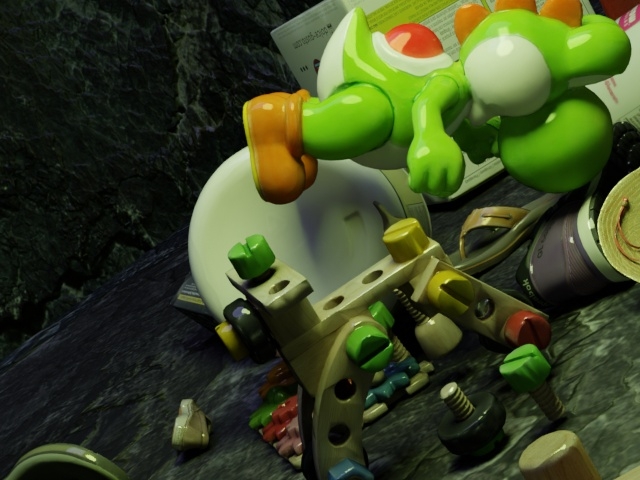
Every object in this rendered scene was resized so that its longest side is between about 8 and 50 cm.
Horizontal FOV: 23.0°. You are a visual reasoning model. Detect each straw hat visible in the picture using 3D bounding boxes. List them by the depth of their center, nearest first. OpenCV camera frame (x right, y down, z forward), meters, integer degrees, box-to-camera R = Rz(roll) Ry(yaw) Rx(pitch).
[{"bbox_3d":[0.320,-0.005,1.388,0.144,0.144,0.061,-31,-33,0],"label":"straw hat"}]

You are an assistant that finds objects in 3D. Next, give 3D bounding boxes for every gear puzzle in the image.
[{"bbox_3d":[0.000,0.149,1.661,0.175,0.044,0.339,-33,10,-9],"label":"gear puzzle"}]

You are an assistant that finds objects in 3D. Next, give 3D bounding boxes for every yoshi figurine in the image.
[{"bbox_3d":[0.123,-0.099,1.485,0.362,0.203,0.204,-14,55,8],"label":"yoshi figurine"}]

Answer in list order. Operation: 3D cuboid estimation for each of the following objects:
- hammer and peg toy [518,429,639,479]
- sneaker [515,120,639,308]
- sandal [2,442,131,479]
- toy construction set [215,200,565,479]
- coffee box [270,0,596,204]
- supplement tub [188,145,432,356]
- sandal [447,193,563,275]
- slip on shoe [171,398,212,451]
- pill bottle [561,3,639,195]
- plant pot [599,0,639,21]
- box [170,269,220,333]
[{"bbox_3d":[0.185,0.166,0.755,0.361,0.127,0.266,-31,11,4],"label":"hammer and peg toy"},{"bbox_3d":[0.265,-0.027,1.578,0.124,0.107,0.283,-32,8,33],"label":"sneaker"},{"bbox_3d":[-0.326,0.312,1.725,0.302,0.120,0.086,-28,37,27],"label":"sandal"},{"bbox_3d":[0.041,0.048,1.367,0.257,0.237,0.309,-32,17,18],"label":"toy construction set"},{"bbox_3d":[0.188,-0.269,2.343,0.338,0.334,0.337,-32,8,-16],"label":"coffee box"},{"bbox_3d":[0.000,0.000,1.760,0.235,0.235,0.325,-30,-2,10],"label":"supplement tub"},{"bbox_3d":[0.212,-0.022,1.831,0.219,0.060,0.090,-33,9,-8],"label":"sandal"},{"bbox_3d":[-0.145,0.214,1.808,0.041,0.051,0.135,8,1,-2],"label":"slip on shoe"},{"bbox_3d":[0.365,-0.174,1.738,0.283,0.160,0.160,-34,7,32],"label":"pill bottle"},{"bbox_3d":[0.519,-0.341,2.001,0.267,0.267,0.236,-32,23,-3],"label":"plant pot"},{"bbox_3d":[-0.057,-0.013,2.167,0.318,0.097,0.395,-57,14,-9],"label":"box"}]
